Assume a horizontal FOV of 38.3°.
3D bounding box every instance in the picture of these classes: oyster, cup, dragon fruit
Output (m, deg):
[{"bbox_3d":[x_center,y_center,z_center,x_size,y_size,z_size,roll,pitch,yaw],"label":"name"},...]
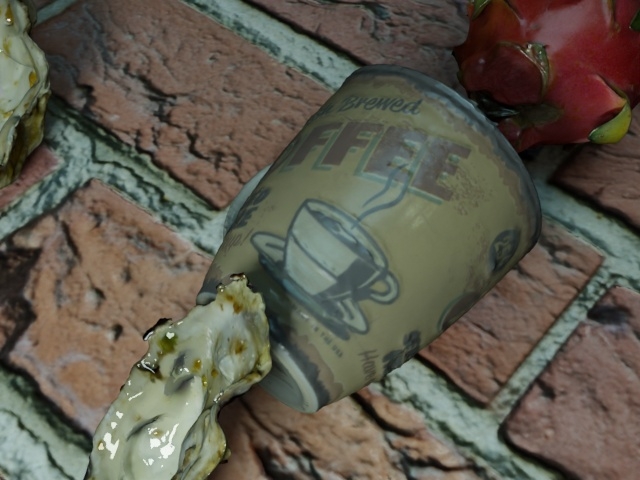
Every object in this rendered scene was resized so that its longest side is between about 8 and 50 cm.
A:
[{"bbox_3d":[-0.363,-0.161,0.993,0.166,0.110,0.341,-11,56,-1],"label":"oyster"},{"bbox_3d":[-0.107,0.165,0.693,0.094,0.294,0.166,28,18,-28],"label":"oyster"},{"bbox_3d":[0.000,0.000,0.824,0.257,0.227,0.301,-42,34,-22],"label":"cup"},{"bbox_3d":[0.240,-0.197,0.953,0.224,0.224,0.227,27,38,19],"label":"dragon fruit"}]
